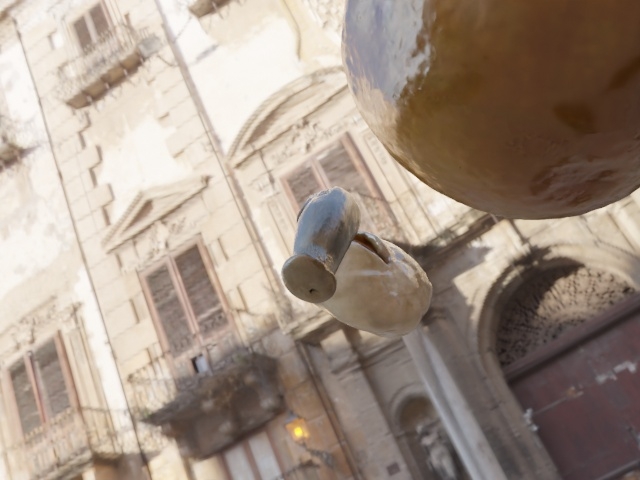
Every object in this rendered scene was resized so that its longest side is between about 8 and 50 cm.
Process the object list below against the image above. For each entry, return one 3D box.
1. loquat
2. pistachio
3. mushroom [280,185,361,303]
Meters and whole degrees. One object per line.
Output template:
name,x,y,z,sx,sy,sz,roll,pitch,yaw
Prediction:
loquat,0.184,-0.177,0.663,0.329,0.328,0.328,-19,-29,-11
pistachio,0.075,0.082,1.533,0.193,0.318,0.213,-26,-61,-37
mushroom,0.006,-0.009,1.158,0.096,0.247,0.108,32,-59,-7
